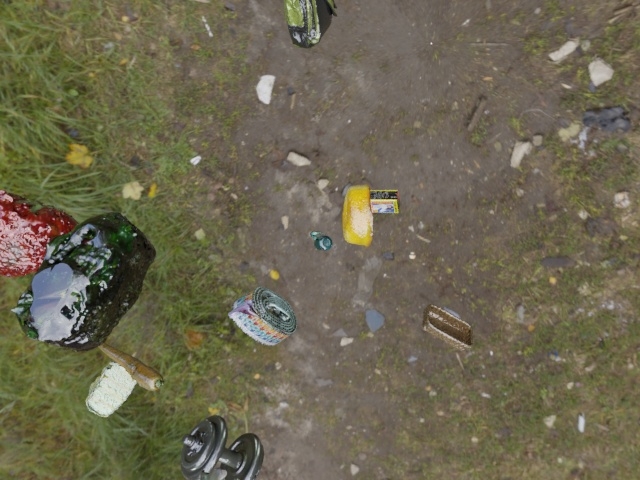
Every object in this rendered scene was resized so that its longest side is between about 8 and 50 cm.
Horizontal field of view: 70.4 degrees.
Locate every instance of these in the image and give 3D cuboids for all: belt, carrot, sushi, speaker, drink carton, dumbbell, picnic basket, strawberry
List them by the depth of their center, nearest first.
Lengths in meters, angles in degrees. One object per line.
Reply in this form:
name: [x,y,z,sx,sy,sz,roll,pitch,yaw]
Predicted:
sushi: [-0.368,0.063,0.723,0.124,0.225,0.127,22,159,16]
carrot: [-0.477,0.303,1.120,0.254,0.049,0.049,21,118,29]
strawberry: [-0.794,-0.007,1.203,0.273,0.274,0.221,21,82,4]
dumbbell: [-0.300,0.657,1.386,0.192,0.192,0.290,-37,120,24]
picnic basket: [0.436,0.302,1.567,0.193,0.110,0.055,29,132,-7]
drink carton: [0.192,-0.138,1.588,0.165,0.056,0.071,1,146,17]
speaker: [0.003,-0.004,1.822,0.060,0.075,0.095,-30,99,-21]
belt: [-0.232,0.315,1.955,0.160,0.207,0.295,-34,122,24]

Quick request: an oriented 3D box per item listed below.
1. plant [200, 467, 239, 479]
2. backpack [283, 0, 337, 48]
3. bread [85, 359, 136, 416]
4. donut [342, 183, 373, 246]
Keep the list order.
plant: [-0.250,0.567,0.919,0.131,0.203,0.142,28,148,10]
backpack: [-0.041,-0.817,1.591,0.139,0.207,0.253,24,162,21]
bread: [-0.584,0.404,1.283,0.103,0.110,0.156,41,78,-15]
donut: [0.106,-0.075,1.341,0.074,0.174,0.191,-1,81,-3]
